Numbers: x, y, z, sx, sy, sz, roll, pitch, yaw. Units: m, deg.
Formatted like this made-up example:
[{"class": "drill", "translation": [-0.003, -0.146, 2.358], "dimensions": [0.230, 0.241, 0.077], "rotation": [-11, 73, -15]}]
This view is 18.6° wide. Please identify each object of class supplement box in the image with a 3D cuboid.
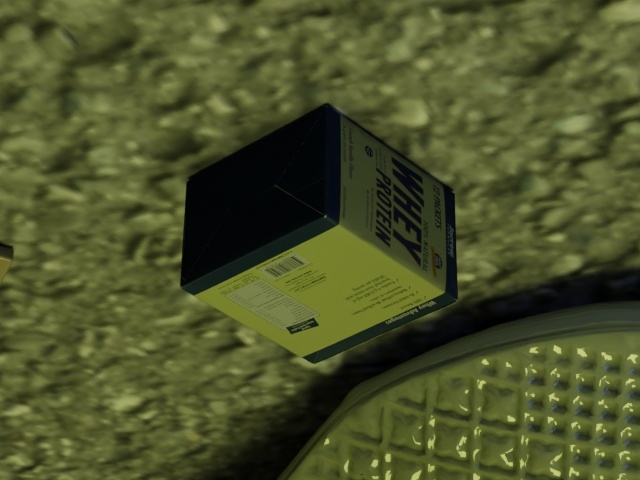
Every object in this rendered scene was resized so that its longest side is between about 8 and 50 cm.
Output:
[{"class": "supplement box", "translation": [0.000, 0.000, 0.819], "dimensions": [0.083, 0.056, 0.083], "rotation": [-26, 138, 34]}]

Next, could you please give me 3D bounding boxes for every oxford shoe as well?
[{"class": "oxford shoe", "translation": [0.053, 0.157, 1.006], "dimensions": [0.449, 0.169, 0.130], "rotation": [-40, 173, 35]}]

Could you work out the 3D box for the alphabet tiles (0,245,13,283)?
[{"class": "alphabet tiles", "translation": [-0.269, 0.009, 0.883], "dimensions": [0.237, 0.009, 0.198], "rotation": [15, 144, -19]}]
